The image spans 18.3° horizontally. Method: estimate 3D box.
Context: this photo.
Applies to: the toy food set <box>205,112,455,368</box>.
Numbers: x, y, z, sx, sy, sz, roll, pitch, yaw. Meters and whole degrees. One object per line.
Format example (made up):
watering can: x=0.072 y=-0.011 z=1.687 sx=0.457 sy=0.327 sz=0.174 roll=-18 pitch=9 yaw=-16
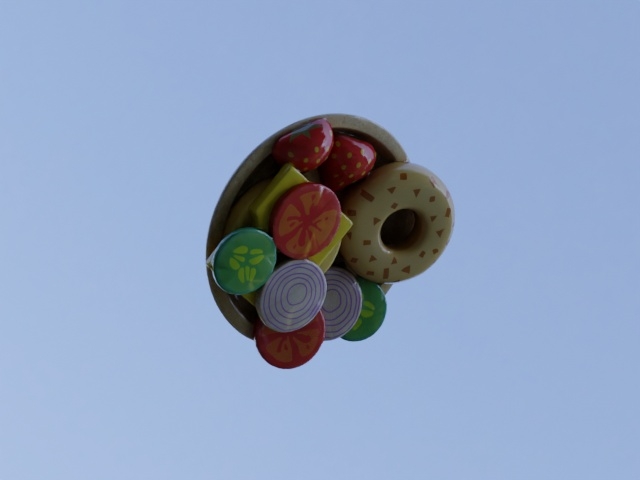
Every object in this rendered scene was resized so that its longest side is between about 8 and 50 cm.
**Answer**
toy food set: x=0.000 y=0.000 z=0.634 sx=0.083 sy=0.082 sz=0.020 roll=41 pitch=-4 yaw=-40
